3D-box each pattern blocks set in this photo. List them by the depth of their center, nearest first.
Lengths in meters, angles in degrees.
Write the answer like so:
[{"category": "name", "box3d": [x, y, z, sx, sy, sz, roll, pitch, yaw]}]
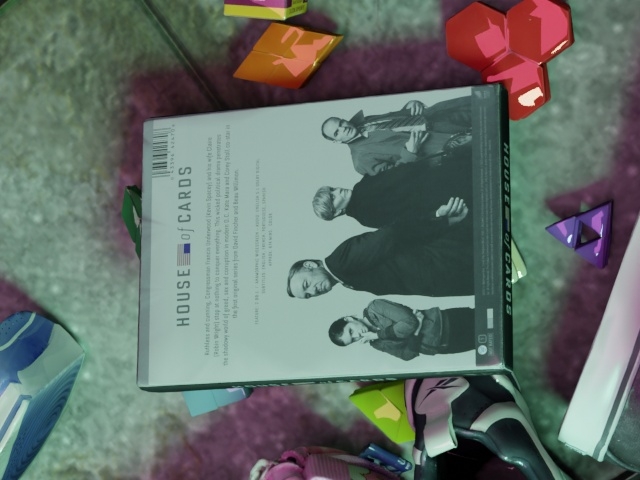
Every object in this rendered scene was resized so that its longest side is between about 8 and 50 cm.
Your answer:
[{"category": "pattern blocks set", "box3d": [0.029, -0.008, 1.229, 0.324, 0.026, 0.285, -10, 98, 19]}]

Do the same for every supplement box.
[{"category": "supplement box", "box3d": [-0.033, -0.184, 1.197, 0.043, 0.055, 0.083, 6, 104, 15]}]

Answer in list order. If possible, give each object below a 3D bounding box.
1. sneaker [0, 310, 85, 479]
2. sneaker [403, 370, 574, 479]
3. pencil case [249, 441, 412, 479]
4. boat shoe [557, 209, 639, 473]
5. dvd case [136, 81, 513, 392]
[{"category": "sneaker", "box3d": [-0.321, 0.156, 1.320, 0.182, 0.127, 0.315, 39, 111, 4]}, {"category": "sneaker", "box3d": [0.122, 0.183, 1.159, 0.094, 0.153, 0.235, -20, 106, 16]}, {"category": "pencil case", "box3d": [-0.084, 0.291, 1.260, 0.386, 0.160, 0.167, -40, 55, 21]}, {"category": "boat shoe", "box3d": [0.236, 0.011, 1.127, 0.102, 0.108, 0.301, 22, 109, 12]}, {"category": "dvd case", "box3d": [0.000, 0.000, 1.173, 0.238, 0.029, 0.179, -4, 76, 20]}]
